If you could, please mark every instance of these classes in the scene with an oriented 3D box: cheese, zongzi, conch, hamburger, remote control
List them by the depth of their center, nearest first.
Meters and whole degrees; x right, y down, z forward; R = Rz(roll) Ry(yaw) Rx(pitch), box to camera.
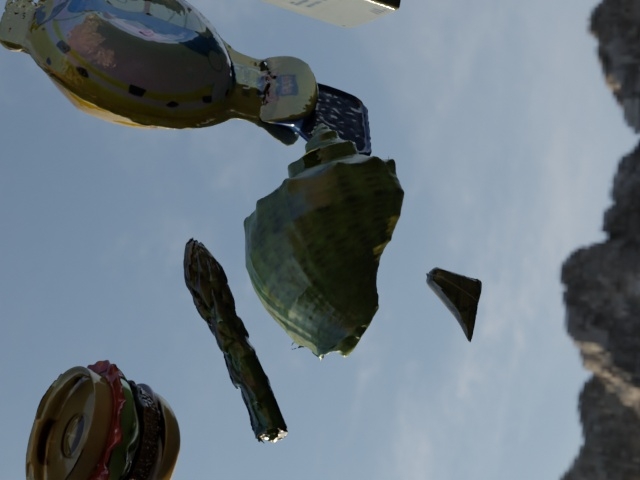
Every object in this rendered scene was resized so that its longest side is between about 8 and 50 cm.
[{"bbox_3d":[0.000,0.000,0.578,0.074,0.089,0.121,6,-107,-32],"label":"conch"},{"bbox_3d":[-0.082,-0.111,0.768,0.157,0.250,0.064,-95,27,-50],"label":"cheese"},{"bbox_3d":[-0.227,0.220,1.282,0.136,0.175,0.175,22,-105,-35],"label":"hamburger"},{"bbox_3d":[-0.052,-0.304,1.335,0.285,0.123,0.038,12,-98,-28],"label":"remote control"},{"bbox_3d":[0.166,0.081,1.512,0.076,0.040,0.083,17,-105,-15],"label":"zongzi"}]

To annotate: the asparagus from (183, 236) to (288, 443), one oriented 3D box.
[{"bbox_3d":[-0.066,0.072,0.872,0.036,0.030,0.165,1,-119,-64],"label":"asparagus"}]
